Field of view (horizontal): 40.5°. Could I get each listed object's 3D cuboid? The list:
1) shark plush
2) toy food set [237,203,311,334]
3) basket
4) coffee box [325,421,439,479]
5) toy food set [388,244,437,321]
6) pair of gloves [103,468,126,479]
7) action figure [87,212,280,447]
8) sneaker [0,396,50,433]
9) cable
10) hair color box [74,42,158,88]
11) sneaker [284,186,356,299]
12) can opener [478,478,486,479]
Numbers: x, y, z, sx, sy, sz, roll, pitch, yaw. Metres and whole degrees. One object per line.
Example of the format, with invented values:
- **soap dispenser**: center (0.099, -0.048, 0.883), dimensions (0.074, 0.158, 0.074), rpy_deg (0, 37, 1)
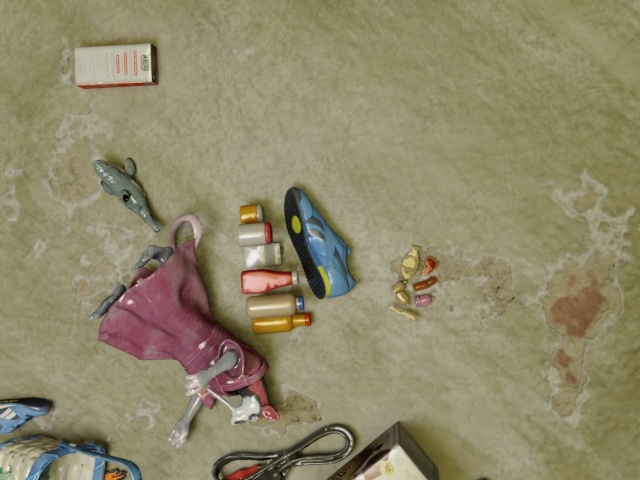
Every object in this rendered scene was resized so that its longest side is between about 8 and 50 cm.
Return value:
- **shark plush**: center (-0.349, -0.075, 1.552), dimensions (0.073, 0.067, 0.161), rpy_deg (-28, 89, 5)
- **toy food set**: center (-0.080, 0.050, 1.509), dimensions (0.104, 0.111, 0.232), rpy_deg (-5, 93, 4)
- **basket**: center (-0.446, 0.473, 1.497), dimensions (0.289, 0.201, 0.255), rpy_deg (11, 91, 21)
- **coffee box**: center (0.054, 0.460, 1.478), dimensions (0.297, 0.168, 0.119), rpy_deg (-40, 88, 4)
- **toy food set**: center (0.170, 0.077, 1.534), dimensions (0.078, 0.019, 0.122), rpy_deg (25, 86, 4)
- **pair of gloves**: center (-0.379, 0.464, 1.595), dimensions (0.074, 0.010, 0.083), rpy_deg (-24, 90, 10)
- **action figure**: center (-0.206, 0.186, 1.522), dimensions (0.370, 0.248, 0.276), rpy_deg (40, 52, -9)
- **sneaker**: center (-0.559, 0.322, 1.590), dimensions (0.144, 0.053, 0.059), rpy_deg (-7, 90, 14)
- **cable**: center (-0.077, 0.406, 1.560), dimensions (0.287, 0.072, 0.139), rpy_deg (-35, 71, -7)
- **hair color box**: center (-0.367, -0.313, 1.561), dimensions (0.141, 0.043, 0.072), rpy_deg (-1, 91, 6)
- **sneaker**: center (0.000, 0.000, 1.532), dimensions (0.082, 0.069, 0.209), rpy_deg (-17, 80, -27)
- **can opener**: center (0.251, 0.507, 1.524), dimensions (0.059, 0.073, 0.186), rpy_deg (33, 99, -35)
